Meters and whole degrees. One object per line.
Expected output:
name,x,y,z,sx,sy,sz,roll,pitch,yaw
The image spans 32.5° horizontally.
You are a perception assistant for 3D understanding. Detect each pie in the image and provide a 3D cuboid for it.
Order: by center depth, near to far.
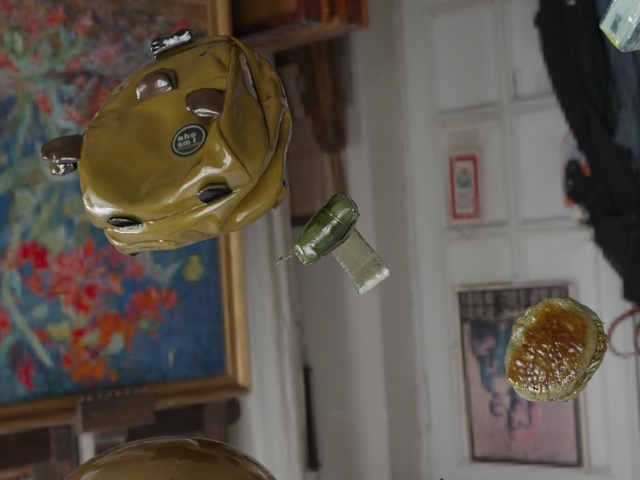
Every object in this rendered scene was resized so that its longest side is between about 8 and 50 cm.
pie,0.399,0.190,1.892,0.163,0.193,0.079,27,180,27

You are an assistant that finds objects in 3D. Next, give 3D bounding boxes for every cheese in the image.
cheese,0.058,0.011,2.356,0.085,0.034,0.400,-36,-155,2

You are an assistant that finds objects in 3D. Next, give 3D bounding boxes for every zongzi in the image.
zongzi,0.000,0.000,1.663,0.062,0.154,0.130,41,180,4

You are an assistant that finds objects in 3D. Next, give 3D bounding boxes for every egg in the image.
egg,-0.201,0.403,1.405,0.374,0.301,0.301,-17,172,27

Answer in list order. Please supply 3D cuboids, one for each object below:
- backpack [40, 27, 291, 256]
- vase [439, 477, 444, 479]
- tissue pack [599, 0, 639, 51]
backpack,-0.215,-0.155,1.655,0.353,0.378,0.201,-18,135,11
vase,0.220,0.435,1.549,0.086,0.214,0.086,-41,178,-2
tissue pack,0.549,-0.370,1.573,0.257,0.081,0.185,-15,151,-26
